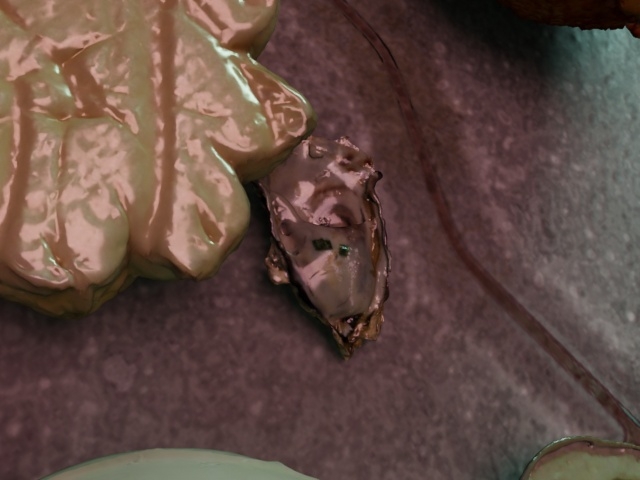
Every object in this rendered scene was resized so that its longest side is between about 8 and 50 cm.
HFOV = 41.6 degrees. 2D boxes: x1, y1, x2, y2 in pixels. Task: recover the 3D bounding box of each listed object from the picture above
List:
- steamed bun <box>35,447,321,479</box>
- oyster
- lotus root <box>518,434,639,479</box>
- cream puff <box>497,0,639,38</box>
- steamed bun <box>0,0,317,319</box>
[{"bbox_3d":[-0.042,0.270,0.337,0.334,0.334,0.374,-40,89,-27],"label":"steamed bun"},{"bbox_3d":[-0.001,-0.001,0.590,0.108,0.053,0.166,7,61,-37],"label":"oyster"},{"bbox_3d":[0.196,0.234,0.568,0.203,0.078,0.183,16,55,-19],"label":"lotus root"},{"bbox_3d":[0.221,-0.334,0.686,0.350,0.228,0.351,-1,93,-9],"label":"cream puff"},{"bbox_3d":[-0.167,-0.084,0.516,0.292,0.137,0.295,38,69,-5],"label":"steamed bun"}]
